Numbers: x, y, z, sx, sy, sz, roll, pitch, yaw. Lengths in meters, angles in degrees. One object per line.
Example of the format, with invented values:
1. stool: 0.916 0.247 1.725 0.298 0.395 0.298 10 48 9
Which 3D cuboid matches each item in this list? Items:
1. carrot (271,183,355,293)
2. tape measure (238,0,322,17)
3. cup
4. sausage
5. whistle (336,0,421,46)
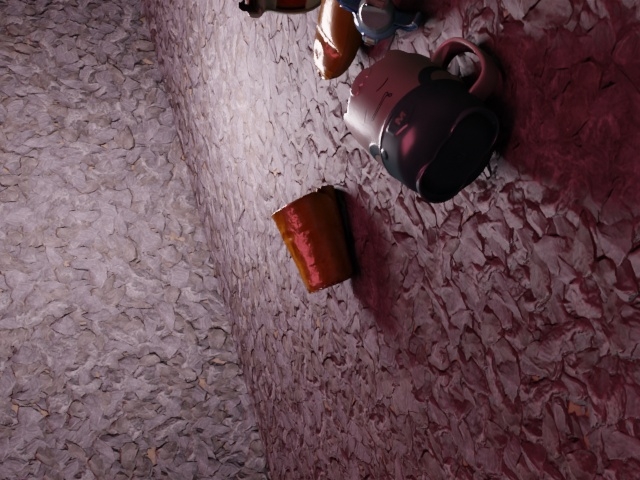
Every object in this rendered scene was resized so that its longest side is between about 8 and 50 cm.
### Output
1. carrot: 0.000 0.000 2.249 0.254 0.196 0.196 66 156 4
2. tape measure: -0.100 -0.648 2.072 0.125 0.246 0.243 106 156 -45
3. cup: 0.213 -0.242 1.577 0.289 0.219 0.257 -55 40 15
4. sausage: 0.053 -0.516 1.938 0.134 0.116 0.354 54 152 21
5. whistle: 0.117 -0.471 1.743 0.269 0.180 0.093 -64 -6 -88
